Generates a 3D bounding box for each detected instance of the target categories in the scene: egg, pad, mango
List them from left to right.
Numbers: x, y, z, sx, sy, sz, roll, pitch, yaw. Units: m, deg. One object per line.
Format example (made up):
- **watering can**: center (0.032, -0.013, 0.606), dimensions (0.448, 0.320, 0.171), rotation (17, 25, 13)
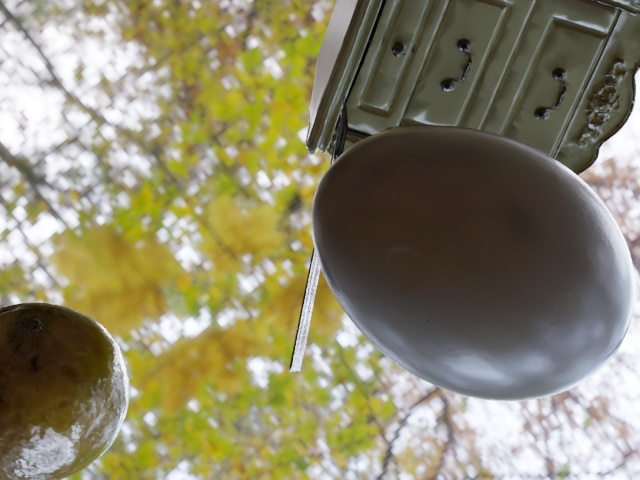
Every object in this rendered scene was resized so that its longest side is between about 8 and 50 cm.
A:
- **mango**: center (-0.287, 0.160, 1.469), dimensions (0.262, 0.167, 0.130), rotation (-33, -155, 30)
- **pad**: center (0.000, 0.000, 1.375), dimensions (0.003, 0.158, 0.235), rotation (11, -94, 3)
- **egg**: center (0.101, 0.012, 1.074), dimensions (0.176, 0.232, 0.176), rotation (-59, -168, 20)

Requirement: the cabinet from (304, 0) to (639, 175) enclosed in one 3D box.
- **cabinet**: center (0.180, -0.210, 1.627), dimensions (0.227, 0.318, 0.290), rotation (-84, -167, -58)
